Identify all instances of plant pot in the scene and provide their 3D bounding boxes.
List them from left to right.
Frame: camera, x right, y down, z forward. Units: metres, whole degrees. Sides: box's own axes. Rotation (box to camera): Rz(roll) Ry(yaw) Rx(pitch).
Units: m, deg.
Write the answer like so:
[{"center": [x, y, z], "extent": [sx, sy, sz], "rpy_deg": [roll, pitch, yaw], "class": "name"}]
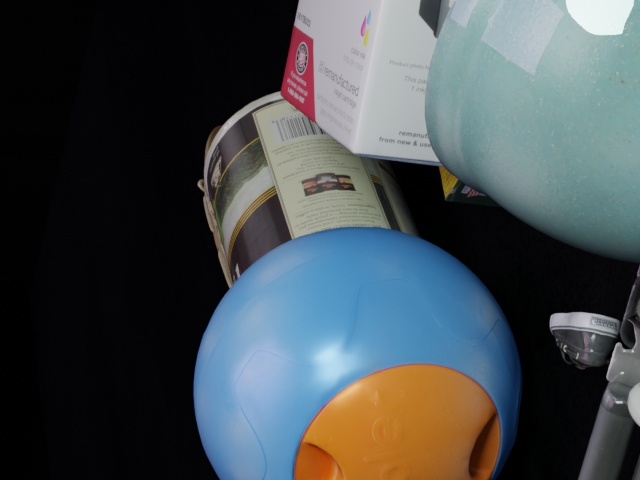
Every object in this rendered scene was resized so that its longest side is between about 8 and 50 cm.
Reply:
[{"center": [0.240, -0.098, 1.143], "extent": [0.196, 0.293, 0.293], "rpy_deg": [44, 132, 33], "class": "plant pot"}]

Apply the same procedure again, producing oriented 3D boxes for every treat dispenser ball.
[{"center": [0.033, 0.130, 1.604], "extent": [0.288, 0.288, 0.288], "rpy_deg": [-175, 90, -71], "class": "treat dispenser ball"}]

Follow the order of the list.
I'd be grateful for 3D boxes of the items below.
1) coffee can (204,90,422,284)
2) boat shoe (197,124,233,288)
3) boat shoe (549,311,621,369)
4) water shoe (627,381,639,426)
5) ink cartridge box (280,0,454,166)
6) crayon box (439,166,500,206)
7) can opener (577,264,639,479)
[{"center": [0.000, 0.000, 1.874], "extent": [0.275, 0.202, 0.201], "rpy_deg": [-108, 30, -51], "class": "coffee can"}, {"center": [-0.101, -0.025, 2.323], "extent": [0.089, 0.105, 0.285], "rpy_deg": [119, 149, -45], "class": "boat shoe"}, {"center": [0.205, 0.080, 1.437], "extent": [0.142, 0.049, 0.040], "rpy_deg": [85, -163, -85], "class": "boat shoe"}, {"center": [0.288, 0.120, 1.217], "extent": [0.203, 0.073, 0.080], "rpy_deg": [31, 100, 57], "class": "water shoe"}, {"center": [0.078, -0.237, 1.572], "extent": [0.226, 0.131, 0.306], "rpy_deg": [-135, 52, -66], "class": "ink cartridge box"}, {"center": [0.159, -0.215, 1.652], "extent": [0.202, 0.081, 0.318], "rpy_deg": [120, 149, -50], "class": "crayon box"}, {"center": [0.245, 0.126, 1.361], "extent": [0.095, 0.076, 0.283], "rpy_deg": [-48, -27, -65], "class": "can opener"}]
